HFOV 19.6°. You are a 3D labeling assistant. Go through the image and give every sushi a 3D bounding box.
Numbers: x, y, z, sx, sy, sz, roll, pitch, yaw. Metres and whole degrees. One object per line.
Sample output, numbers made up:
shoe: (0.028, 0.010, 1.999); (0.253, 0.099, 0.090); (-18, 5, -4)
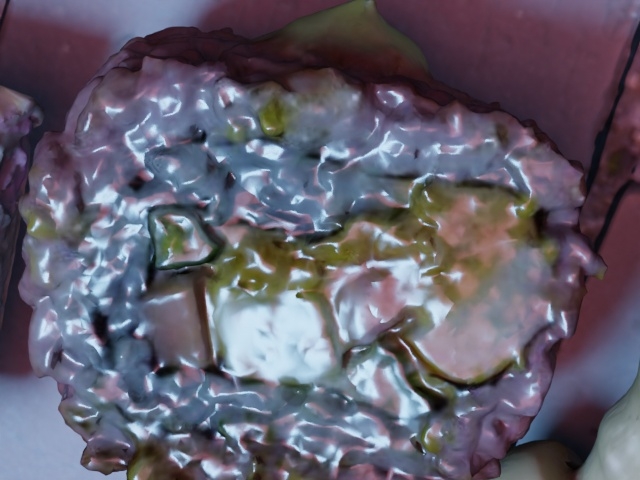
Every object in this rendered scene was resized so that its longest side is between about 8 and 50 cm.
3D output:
sushi: (0.000, 0.000, 0.888); (0.270, 0.171, 0.236); (6, 102, 7)

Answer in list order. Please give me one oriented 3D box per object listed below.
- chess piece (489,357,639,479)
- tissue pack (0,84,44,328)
chess piece: (0.143, 0.147, 0.903); (0.300, 0.167, 0.167); (-37, 93, 19)
tissue pack: (-0.276, -0.008, 0.945); (0.257, 0.123, 0.215); (20, 108, 20)
